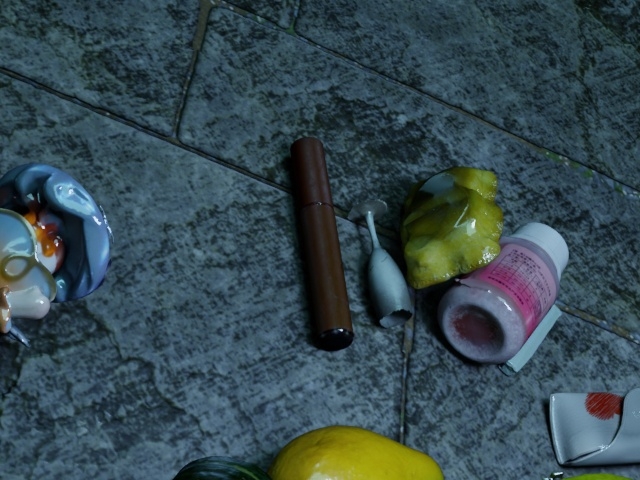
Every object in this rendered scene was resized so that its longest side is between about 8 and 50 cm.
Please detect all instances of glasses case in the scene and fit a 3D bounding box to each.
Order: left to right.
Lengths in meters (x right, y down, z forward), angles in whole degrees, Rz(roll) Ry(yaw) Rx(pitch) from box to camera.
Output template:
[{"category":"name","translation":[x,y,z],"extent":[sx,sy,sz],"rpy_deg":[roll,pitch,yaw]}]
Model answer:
[{"category":"glasses case","translation":[0.488,0.277,2.156],"extent":[0.308,0.083,0.128],"rpy_deg":[1,56,-33]}]

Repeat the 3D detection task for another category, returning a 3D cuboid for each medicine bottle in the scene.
[{"category":"medicine bottle","translation":[0.287,0.073,2.148],"extent":[0.147,0.147,0.247],"rpy_deg":[43,45,4]}]

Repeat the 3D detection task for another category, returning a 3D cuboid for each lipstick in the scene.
[{"category":"lipstick","translation":[0.000,0.000,2.082],"extent":[0.057,0.057,0.357],"rpy_deg":[10,51,-26]}]

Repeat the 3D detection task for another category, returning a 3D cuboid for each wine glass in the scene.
[{"category":"wine glass","translation":[0.093,0.035,2.111],"extent":[0.066,0.066,0.198],"rpy_deg":[6,53,-29]}]

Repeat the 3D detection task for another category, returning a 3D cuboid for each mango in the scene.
[{"category":"mango","translation":[0.047,0.323,1.819],"extent":[0.317,0.119,0.176],"rpy_deg":[6,49,-40]}]

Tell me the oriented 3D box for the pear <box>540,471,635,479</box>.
[{"category":"pear","translation":[0.366,0.481,1.812],"extent":[0.342,0.238,0.318],"rpy_deg":[5,45,-30]}]

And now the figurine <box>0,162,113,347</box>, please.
[{"category":"figurine","translation":[-0.449,0.073,1.630],"extent":[0.276,0.248,0.388],"rpy_deg":[41,35,6]}]

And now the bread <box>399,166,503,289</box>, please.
[{"category":"bread","translation":[0.191,-0.030,2.134],"extent":[0.088,0.160,0.233],"rpy_deg":[48,25,-33]}]

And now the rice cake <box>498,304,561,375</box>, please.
[{"category":"rice cake","translation":[0.325,0.148,2.191],"extent":[0.042,0.030,0.180],"rpy_deg":[46,44,0]}]

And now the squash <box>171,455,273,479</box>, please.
[{"category":"squash","translation":[-0.130,0.350,1.611],"extent":[0.172,0.218,0.218],"rpy_deg":[20,37,27]}]
